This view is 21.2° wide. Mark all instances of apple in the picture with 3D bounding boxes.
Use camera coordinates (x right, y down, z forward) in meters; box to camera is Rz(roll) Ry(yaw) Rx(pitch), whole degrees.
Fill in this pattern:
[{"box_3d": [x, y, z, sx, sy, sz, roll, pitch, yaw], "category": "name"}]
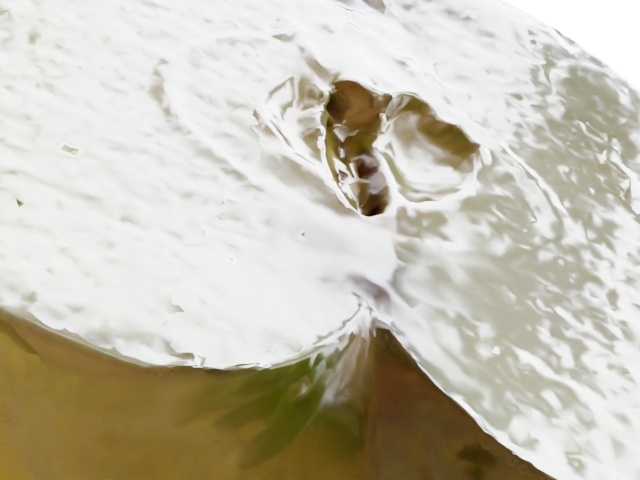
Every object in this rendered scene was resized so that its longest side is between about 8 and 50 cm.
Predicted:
[{"box_3d": [0.009, -0.009, 0.689, 0.312, 0.360, 0.320, -21, -60, 13], "category": "apple"}]
